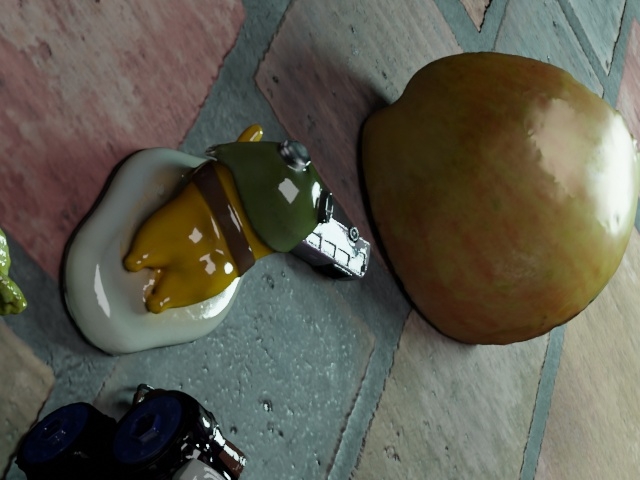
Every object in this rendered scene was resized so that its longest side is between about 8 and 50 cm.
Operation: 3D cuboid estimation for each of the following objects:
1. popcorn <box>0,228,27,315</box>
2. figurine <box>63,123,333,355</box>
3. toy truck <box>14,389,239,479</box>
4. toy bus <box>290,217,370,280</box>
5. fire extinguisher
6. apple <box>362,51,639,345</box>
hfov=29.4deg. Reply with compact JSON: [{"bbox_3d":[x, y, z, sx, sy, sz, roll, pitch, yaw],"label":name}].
[{"bbox_3d":[-0.234,0.022,0.825,0.068,0.083,0.059,-59,153,-3],"label":"popcorn"},{"bbox_3d":[-0.080,-0.001,0.999,0.250,0.141,0.167,-52,124,-49],"label":"figurine"},{"bbox_3d":[-0.131,0.212,0.793,0.161,0.213,0.177,58,43,-24],"label":"toy truck"},{"bbox_3d":[0.000,0.000,1.207,0.130,0.037,0.052,32,56,-46],"label":"toy bus"},{"bbox_3d":[-0.112,0.154,0.993,0.132,0.039,0.056,47,12,-37],"label":"fire extinguisher"},{"bbox_3d":[0.201,-0.055,1.398,0.252,0.314,0.309,48,2,43],"label":"apple"}]
